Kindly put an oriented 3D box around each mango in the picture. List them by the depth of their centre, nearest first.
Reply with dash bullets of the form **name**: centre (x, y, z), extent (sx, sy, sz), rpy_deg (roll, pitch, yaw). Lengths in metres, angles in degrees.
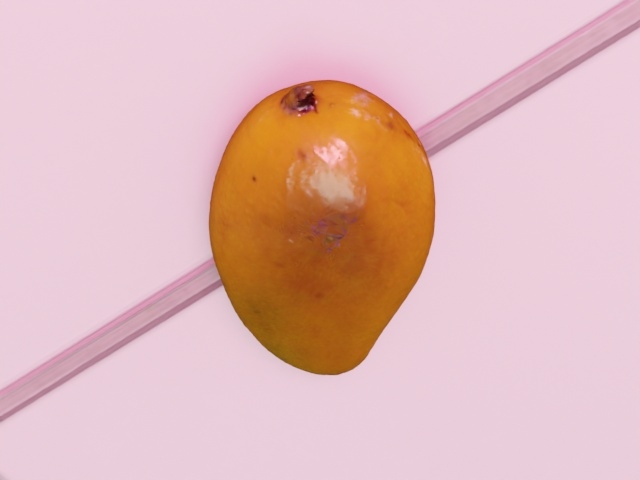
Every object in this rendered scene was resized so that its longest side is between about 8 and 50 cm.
- **mango**: centre (0.000, 0.000, 0.826), extent (0.101, 0.066, 0.187), rpy_deg (0, 137, -4)
